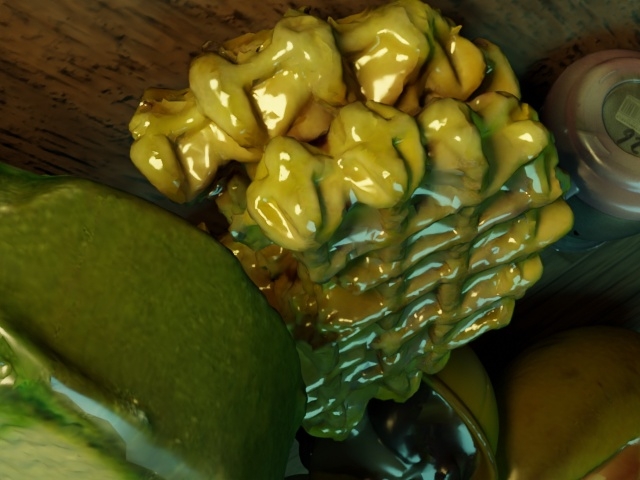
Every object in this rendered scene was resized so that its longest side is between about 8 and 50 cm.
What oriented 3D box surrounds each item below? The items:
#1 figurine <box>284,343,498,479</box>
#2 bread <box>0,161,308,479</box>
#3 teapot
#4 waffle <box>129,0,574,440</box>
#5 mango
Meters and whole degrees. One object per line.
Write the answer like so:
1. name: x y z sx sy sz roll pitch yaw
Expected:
1. figurine: 0.043 0.162 1.122 0.167 0.257 0.192 0 133 10
2. bread: -0.199 0.078 0.778 0.382 0.129 0.366 -16 139 38
3. teapot: 0.179 -0.036 1.032 0.148 0.116 0.146 -65 -178 -25
4. waffle: 0.000 0.000 0.915 0.261 0.151 0.324 -16 154 -29
5. mango: 0.212 0.196 1.344 0.365 0.182 0.253 4 101 -56
